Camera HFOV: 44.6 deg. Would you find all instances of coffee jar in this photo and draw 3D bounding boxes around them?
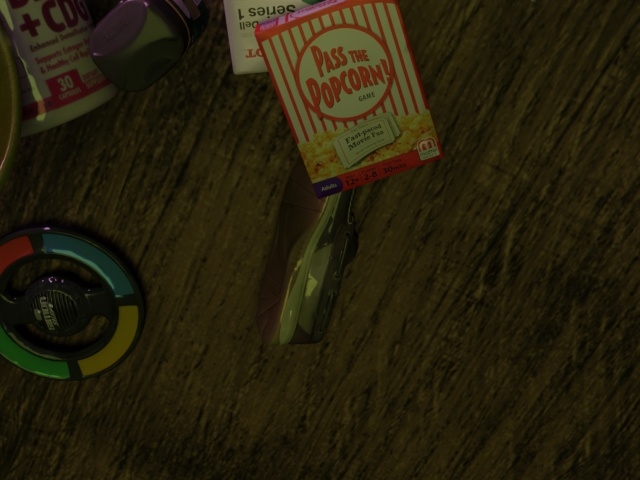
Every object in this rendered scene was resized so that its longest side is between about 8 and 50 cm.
[{"bbox_3d":[-0.176,-0.218,0.817,0.096,0.184,0.079,-38,108,16],"label":"coffee jar"}]

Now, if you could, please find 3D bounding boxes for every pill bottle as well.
[{"bbox_3d":[-0.337,-0.260,0.812,0.160,0.160,0.283,-16,113,7],"label":"pill bottle"}]

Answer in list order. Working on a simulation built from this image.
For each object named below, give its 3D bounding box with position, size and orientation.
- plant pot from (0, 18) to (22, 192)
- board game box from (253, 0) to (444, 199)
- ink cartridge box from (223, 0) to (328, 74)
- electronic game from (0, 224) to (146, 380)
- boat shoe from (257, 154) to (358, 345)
[{"bbox_3d":[-0.523,-0.100,0.705,0.353,0.366,0.366,-17,117,43],"label":"plant pot"},{"bbox_3d":[0.032,-0.156,0.822,0.146,0.045,0.194,-19,115,8],"label":"board game box"},{"bbox_3d":[-0.026,-0.296,0.831,0.160,0.093,0.220,-5,114,3],"label":"ink cartridge box"},{"bbox_3d":[-0.345,0.086,1.027,0.229,0.048,0.229,0,114,0],"label":"electronic game"},{"bbox_3d":[0.000,0.000,0.966,0.092,0.103,0.285,10,103,-31],"label":"boat shoe"}]
